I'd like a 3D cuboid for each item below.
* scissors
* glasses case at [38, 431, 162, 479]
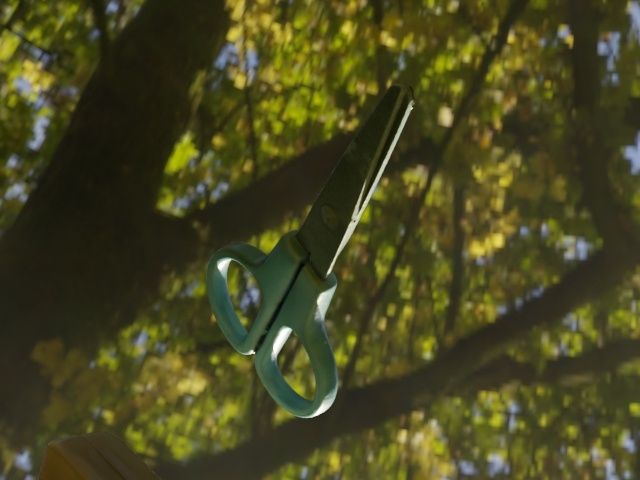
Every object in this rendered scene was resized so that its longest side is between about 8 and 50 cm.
[{"bbox_3d":[0.000,0.000,1.493,0.193,0.029,0.447,53,-35,18],"label":"scissors"},{"bbox_3d":[-0.154,0.313,1.502,0.076,0.336,0.144,-6,-63,-37],"label":"glasses case"}]
